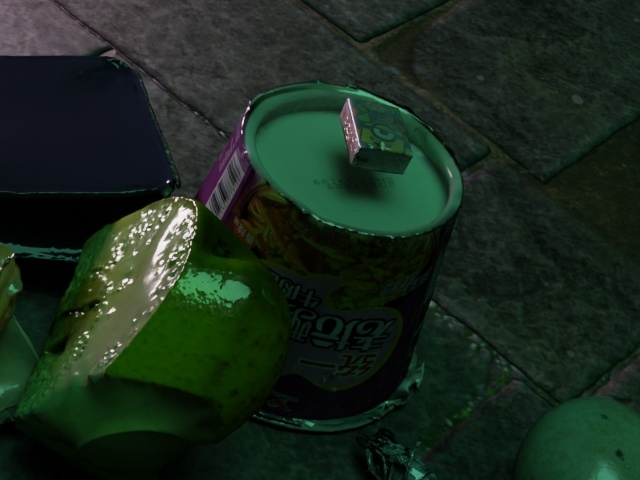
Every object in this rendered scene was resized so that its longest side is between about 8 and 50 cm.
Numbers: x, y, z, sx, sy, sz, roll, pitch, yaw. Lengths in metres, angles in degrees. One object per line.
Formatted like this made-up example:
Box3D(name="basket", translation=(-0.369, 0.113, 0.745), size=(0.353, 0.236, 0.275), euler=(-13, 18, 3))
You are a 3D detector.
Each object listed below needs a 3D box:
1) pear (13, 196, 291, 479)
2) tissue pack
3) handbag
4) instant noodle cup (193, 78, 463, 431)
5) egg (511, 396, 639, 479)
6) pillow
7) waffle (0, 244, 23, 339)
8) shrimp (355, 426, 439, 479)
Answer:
Box3D(name="pear", translation=(-0.131, 0.092, 1.689), size=(0.176, 0.282, 0.286), euler=(37, 44, -23))
Box3D(name="tissue pack", translation=(0.057, -0.110, 1.818), size=(0.063, 0.035, 0.083), euler=(7, 42, -20))
Box3D(name="handbag", translation=(-0.344, -0.092, 1.930), size=(0.329, 0.122, 0.303), euler=(2, 34, -19))
Box3D(name="instant noodle cup", translation=(0.000, 0.000, 1.904), size=(0.340, 0.266, 0.340), euler=(15, 39, -12))
Box3D(name="egg", translation=(0.283, 0.265, 1.822), size=(0.169, 0.169, 0.236), euler=(22, 40, -3))
Box3D(name="pillow", translation=(-0.348, 0.112, 1.769), size=(0.119, 0.053, 0.208), euler=(-12, 49, -36))
Box3D(name="waffle", translation=(-0.440, 0.135, 1.607), size=(0.261, 0.114, 0.376), euler=(13, 46, 0))
Box3D(name="shrimp", translation=(0.102, 0.255, 1.823), size=(0.082, 0.076, 0.174), euler=(14, 35, -48))
